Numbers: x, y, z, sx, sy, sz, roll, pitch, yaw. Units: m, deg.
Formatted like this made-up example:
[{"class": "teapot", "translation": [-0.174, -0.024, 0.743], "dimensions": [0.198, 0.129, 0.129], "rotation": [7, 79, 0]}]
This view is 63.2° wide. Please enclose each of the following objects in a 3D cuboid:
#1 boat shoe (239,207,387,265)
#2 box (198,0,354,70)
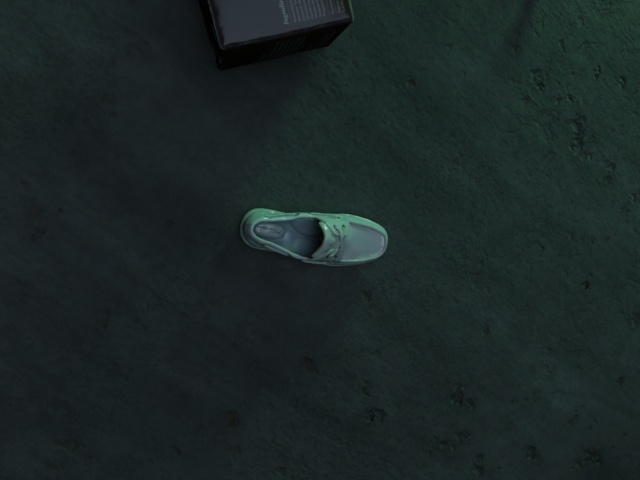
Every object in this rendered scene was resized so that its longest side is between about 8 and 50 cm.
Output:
[{"class": "boat shoe", "translation": [0.000, 0.000, 0.911], "dimensions": [0.277, 0.096, 0.098], "rotation": [4, 95, -17]}, {"class": "box", "translation": [-0.080, -0.378, 0.798], "dimensions": [0.203, 0.168, 0.167], "rotation": [-16, 101, -10]}]
